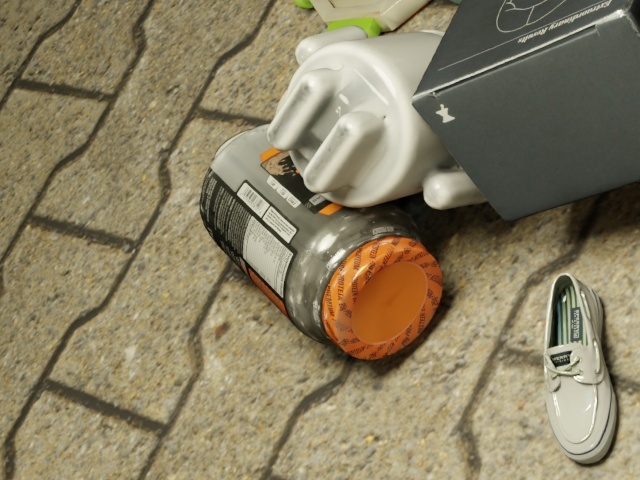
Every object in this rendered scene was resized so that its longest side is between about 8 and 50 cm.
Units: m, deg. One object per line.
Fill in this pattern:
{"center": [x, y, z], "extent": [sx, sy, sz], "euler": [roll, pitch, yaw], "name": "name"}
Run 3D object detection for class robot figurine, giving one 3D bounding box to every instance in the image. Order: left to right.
{"center": [0.094, -0.155, 1.738], "extent": [0.300, 0.353, 0.200], "euler": [53, 128, 17], "name": "robot figurine"}

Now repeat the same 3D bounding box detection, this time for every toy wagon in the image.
{"center": [0.081, -0.407, 2.165], "extent": [0.267, 0.068, 0.344], "euler": [1, 63, 38], "name": "toy wagon"}

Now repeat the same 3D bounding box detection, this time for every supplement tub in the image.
{"center": [0.000, 0.000, 1.847], "extent": [0.207, 0.207, 0.338], "euler": [-48, 45, 0], "name": "supplement tub"}

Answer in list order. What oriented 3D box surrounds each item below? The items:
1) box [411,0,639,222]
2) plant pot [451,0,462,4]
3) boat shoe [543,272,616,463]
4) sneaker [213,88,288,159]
{"center": [0.332, -0.255, 1.657], "extent": [0.293, 0.212, 0.395], "euler": [-18, 32, 41], "name": "box"}
{"center": [0.208, -0.439, 1.968], "extent": [0.165, 0.234, 0.165], "euler": [-2, 60, 35], "name": "plant pot"}
{"center": [0.287, 0.144, 1.623], "extent": [0.083, 0.076, 0.226], "euler": [-20, 51, 26], "name": "boat shoe"}
{"center": [-0.033, -0.141, 2.061], "extent": [0.262, 0.099, 0.121], "euler": [-40, 52, 19], "name": "sneaker"}
